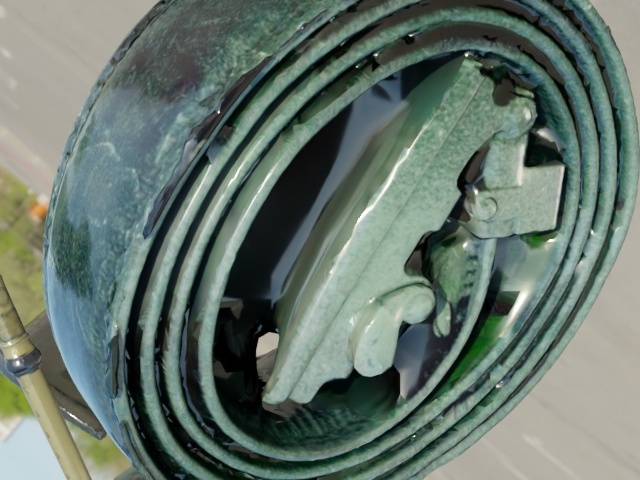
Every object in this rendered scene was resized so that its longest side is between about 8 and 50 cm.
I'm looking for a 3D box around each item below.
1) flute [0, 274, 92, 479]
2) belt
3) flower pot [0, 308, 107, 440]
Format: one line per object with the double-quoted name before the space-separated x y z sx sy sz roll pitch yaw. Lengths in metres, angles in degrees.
"flute" -0.181 0.115 0.876 0.027 0.027 0.233 21 135 63
"belt" 0.000 0.000 0.510 0.206 0.267 0.116 41 178 -38
"flower pot" -0.243 0.148 1.817 0.379 0.251 0.379 30 175 3
